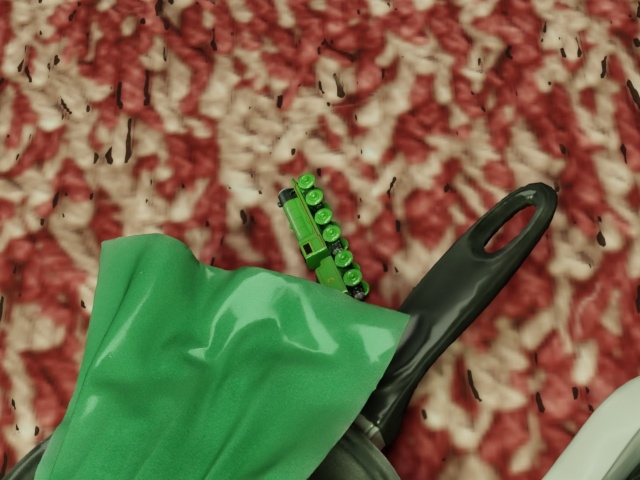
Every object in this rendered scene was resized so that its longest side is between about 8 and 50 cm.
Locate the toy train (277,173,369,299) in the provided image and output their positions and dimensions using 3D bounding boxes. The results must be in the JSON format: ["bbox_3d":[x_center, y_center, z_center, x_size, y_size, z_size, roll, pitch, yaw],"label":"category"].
[{"bbox_3d":[0.000,0.000,0.641,0.024,0.017,0.083,-28,52,3],"label":"toy train"}]

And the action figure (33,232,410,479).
[{"bbox_3d":[-0.066,0.109,0.482,0.137,0.063,0.232,11,53,19],"label":"action figure"}]

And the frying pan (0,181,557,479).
[{"bbox_3d":[-0.032,0.095,0.552,0.197,0.053,0.326,11,54,19],"label":"frying pan"}]

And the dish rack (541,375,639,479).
[{"bbox_3d":[0.143,0.222,0.405,0.285,0.072,0.333,30,64,29],"label":"dish rack"}]
